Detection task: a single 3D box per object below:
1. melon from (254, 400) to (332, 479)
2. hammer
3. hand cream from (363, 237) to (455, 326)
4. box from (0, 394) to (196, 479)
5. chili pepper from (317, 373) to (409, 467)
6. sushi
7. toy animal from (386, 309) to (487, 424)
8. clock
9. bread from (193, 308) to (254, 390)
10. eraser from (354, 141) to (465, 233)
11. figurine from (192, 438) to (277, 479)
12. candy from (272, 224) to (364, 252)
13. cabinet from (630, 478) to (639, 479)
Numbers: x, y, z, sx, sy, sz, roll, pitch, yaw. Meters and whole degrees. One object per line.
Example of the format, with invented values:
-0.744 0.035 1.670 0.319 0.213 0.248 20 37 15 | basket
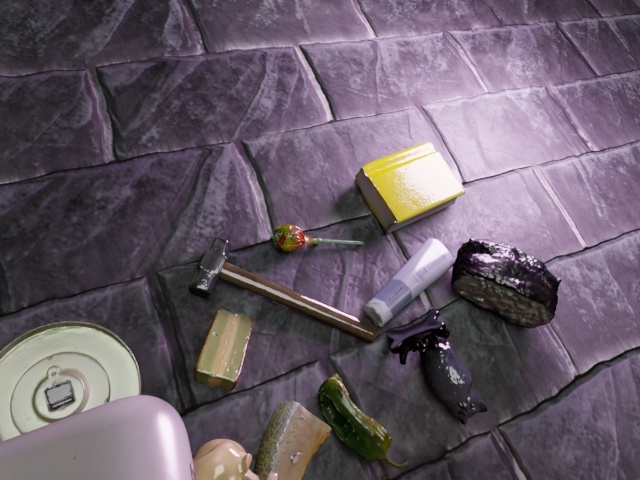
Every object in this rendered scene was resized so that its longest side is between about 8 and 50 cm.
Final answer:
-0.061 0.361 0.768 0.098 0.054 0.182 41 59 -12 | melon
-0.058 0.112 0.893 0.365 0.043 0.111 23 59 -6 | hammer
0.189 0.082 0.982 0.255 0.048 0.079 -36 84 -33 | hand cream
-0.317 0.361 0.560 0.348 0.141 0.289 -19 54 -8 | box
0.072 0.322 0.805 0.073 0.072 0.204 -37 78 -31 | chili pepper
0.390 0.084 0.996 0.224 0.124 0.127 27 59 -2 | sushi
0.228 0.244 0.906 0.210 0.121 0.117 58 17 -3 | toy animal
-0.399 0.241 0.726 0.234 0.029 0.235 7 62 -13 | clock
-0.158 0.173 0.804 0.073 0.084 0.139 19 59 -6 | bread
0.203 -0.125 1.078 0.225 0.069 0.158 -22 71 -26 | eraser
-0.107 0.372 0.687 0.195 0.114 0.108 26 49 10 | figurine
0.000 0.000 0.968 0.200 0.060 0.061 4 62 -23 | candy
0.327 0.392 0.464 0.174 0.148 0.215 43 50 8 | cabinet
